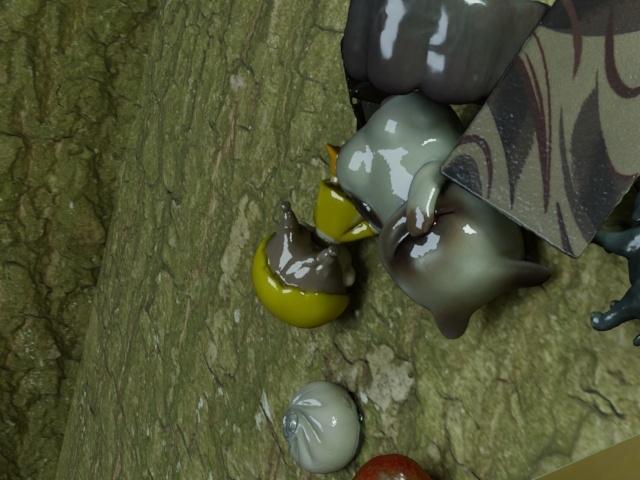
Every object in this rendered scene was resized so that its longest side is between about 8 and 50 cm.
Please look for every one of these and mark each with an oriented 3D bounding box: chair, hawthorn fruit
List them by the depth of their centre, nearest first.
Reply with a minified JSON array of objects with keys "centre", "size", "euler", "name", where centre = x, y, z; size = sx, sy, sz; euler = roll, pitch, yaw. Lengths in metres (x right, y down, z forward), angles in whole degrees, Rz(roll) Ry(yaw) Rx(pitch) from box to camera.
[{"centre":[0.092,0.427,1.223],"size":[0.285,0.165,0.165],"euler":[150,123,-70],"name":"hawthorn fruit"},{"centre":[0.090,-0.285,1.361],"size":[0.213,0.149,0.174],"euler":[-40,53,51],"name":"chair"}]

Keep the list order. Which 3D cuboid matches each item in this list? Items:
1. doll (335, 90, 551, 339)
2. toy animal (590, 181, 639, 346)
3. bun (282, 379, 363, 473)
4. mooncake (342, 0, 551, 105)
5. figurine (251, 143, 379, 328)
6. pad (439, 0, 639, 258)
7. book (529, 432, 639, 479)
[{"centre":[0.161,-0.061,1.128],"size":[0.215,0.226,0.370],"euler":[-37,48,22],"name":"doll"},{"centre":[0.388,-0.007,0.899],"size":[0.137,0.082,0.270],"euler":[-13,66,52],"name":"toy animal"},{"centre":[-0.011,0.350,1.398],"size":[0.173,0.120,0.173],"euler":[-21,66,56],"name":"bun"},{"centre":[0.180,-0.290,1.083],"size":[0.306,0.306,0.154],"euler":[37,122,54],"name":"mooncake"},{"centre":[0.000,0.000,1.416],"size":[0.215,0.187,0.344],"euler":[40,111,39],"name":"figurine"},{"centre":[0.321,-0.168,0.925],"size":[0.220,0.004,0.330],"euler":[36,95,27],"name":"pad"},{"centre":[0.361,0.386,0.881],"size":[0.389,0.032,0.269],"euler":[-41,51,41],"name":"book"}]
